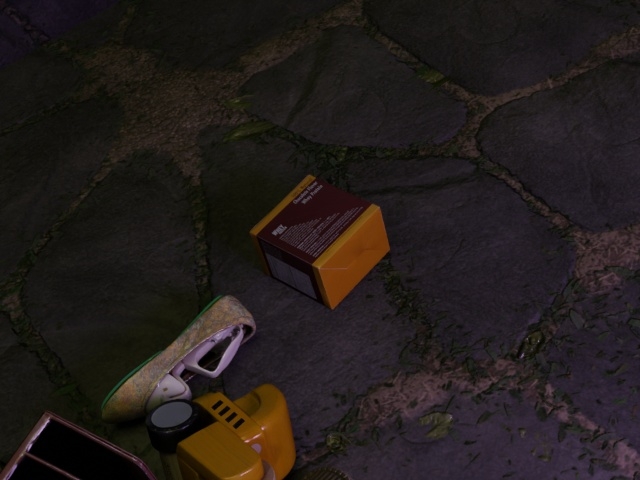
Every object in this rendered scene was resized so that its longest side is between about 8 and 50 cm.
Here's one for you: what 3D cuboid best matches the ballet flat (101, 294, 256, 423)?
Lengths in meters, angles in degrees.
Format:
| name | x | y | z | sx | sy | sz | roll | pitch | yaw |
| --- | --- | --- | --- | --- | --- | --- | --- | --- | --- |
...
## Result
| name | x | y | z | sx | sy | sz | roll | pitch | yaw |
| --- | --- | --- | --- | --- | --- | --- | --- | --- | --- |
| ballet flat | -0.259 | 0.243 | 2.166 | 0.123 | 0.123 | 0.348 | 30 | 61 | 36 |

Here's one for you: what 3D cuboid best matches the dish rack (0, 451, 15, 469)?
| name | x | y | z | sx | sy | sz | roll | pitch | yaw |
| --- | --- | --- | --- | --- | --- | --- | --- | --- | --- |
| dish rack | -0.560 | 0.514 | 2.022 | 0.208 | 0.074 | 0.271 | 17 | 56 | 31 |

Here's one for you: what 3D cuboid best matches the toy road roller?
| name | x | y | z | sx | sy | sz | roll | pitch | yaw |
| --- | --- | --- | --- | --- | --- | --- | --- | --- | --- |
| toy road roller | -0.125 | 0.373 | 1.917 | 0.241 | 0.202 | 0.329 | -25 | 31 | -26 |

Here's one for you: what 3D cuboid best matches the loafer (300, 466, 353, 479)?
| name | x | y | z | sx | sy | sz | roll | pitch | yaw |
| --- | --- | --- | --- | --- | --- | --- | --- | --- | --- |
| loafer | 0.053 | 0.462 | 1.876 | 0.102 | 0.092 | 0.268 | -37 | 32 | -21 |

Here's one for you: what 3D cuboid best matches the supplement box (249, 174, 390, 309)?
| name | x | y | z | sx | sy | sz | roll | pitch | yaw |
| --- | --- | --- | --- | --- | --- | --- | --- | --- | --- |
| supplement box | 0.000 | 0.000 | 2.302 | 0.194 | 0.129 | 0.191 | 26 | 59 | 34 |

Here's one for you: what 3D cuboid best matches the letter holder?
| name | x | y | z | sx | sy | sz | roll | pitch | yaw |
| --- | --- | --- | --- | --- | --- | --- | --- | --- | --- |
| letter holder | -0.362 | 0.446 | 1.857 | 0.214 | 0.302 | 0.152 | 20 | 59 | 23 |
